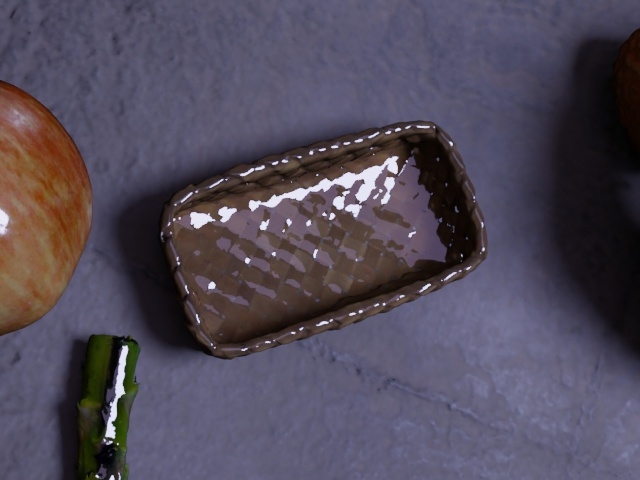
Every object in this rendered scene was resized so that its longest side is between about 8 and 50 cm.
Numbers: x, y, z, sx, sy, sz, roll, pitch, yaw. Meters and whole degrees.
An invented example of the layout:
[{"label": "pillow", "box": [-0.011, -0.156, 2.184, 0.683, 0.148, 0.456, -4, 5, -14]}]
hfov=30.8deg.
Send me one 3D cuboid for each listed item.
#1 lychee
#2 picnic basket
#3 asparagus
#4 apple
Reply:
[{"label": "lychee", "box": [0.260, -0.092, 0.759, 0.140, 0.101, 0.114, 28, 68, 16]}, {"label": "picnic basket", "box": [0.000, 0.000, 0.697, 0.193, 0.055, 0.110, -17, 83, -19]}, {"label": "asparagus", "box": [-0.120, 0.135, 0.647, 0.036, 0.030, 0.165, 5, 76, -25]}, {"label": "apple", "box": [-0.191, -0.015, 0.604, 0.146, 0.146, 0.131, -38, 110, -20]}]
